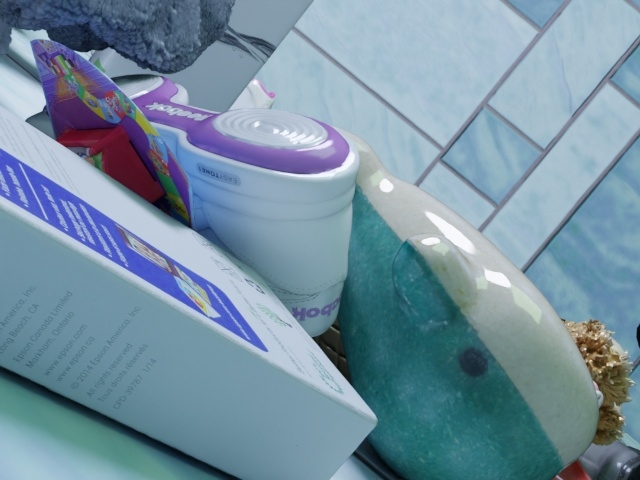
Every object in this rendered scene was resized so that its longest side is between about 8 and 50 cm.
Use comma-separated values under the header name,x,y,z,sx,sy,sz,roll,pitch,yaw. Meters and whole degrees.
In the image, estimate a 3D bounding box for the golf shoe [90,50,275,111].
name,x,y,z,sx,sy,sz,roll,pitch,yaw
golf shoe,-0.175,-0.204,1.412,0.306,0.140,0.115,41,7,29

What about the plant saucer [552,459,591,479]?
name,x,y,z,sx,sy,sz,roll,pitch,yaw
plant saucer,0.137,0.158,1.009,0.259,0.047,0.258,38,6,0

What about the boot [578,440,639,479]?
name,x,y,z,sx,sy,sz,roll,pitch,yaw
boot,0.292,0.247,1.279,0.161,0.083,0.246,28,2,17

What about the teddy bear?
name,x,y,z,sx,sy,sz,roll,pitch,yaw
teddy bear,0.178,0.105,1.166,0.338,0.113,0.245,36,-20,13

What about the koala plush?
name,x,y,z,sx,sy,sz,roll,pitch,yaw
koala plush,-0.196,-0.209,0.806,0.221,0.196,0.203,4,-17,30

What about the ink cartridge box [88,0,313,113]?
name,x,y,z,sx,sy,sz,roll,pitch,yaw
ink cartridge box,-0.117,-0.198,1.030,0.115,0.273,0.198,37,6,-19

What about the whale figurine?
name,x,y,z,sx,sy,sz,roll,pitch,yaw
whale figurine,0.059,0.053,0.731,0.272,0.141,0.216,52,-2,18

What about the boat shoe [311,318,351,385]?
name,x,y,z,sx,sy,sz,roll,pitch,yaw
boat shoe,0.045,0.102,0.837,0.178,0.064,0.060,40,-25,-8

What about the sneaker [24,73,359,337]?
name,x,y,z,sx,sy,sz,roll,pitch,yaw
sneaker,-0.100,-0.025,0.735,0.114,0.152,0.305,-23,31,-36

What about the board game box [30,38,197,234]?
name,x,y,z,sx,sy,sz,roll,pitch,yaw
board game box,-0.128,-0.034,0.636,0.133,0.033,0.168,40,-25,19

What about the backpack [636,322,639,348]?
name,x,y,z,sx,sy,sz,roll,pitch,yaw
backpack,0.498,0.257,1.146,0.273,0.290,0.355,52,33,-55

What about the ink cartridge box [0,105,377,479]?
name,x,y,z,sx,sy,sz,roll,pitch,yaw
ink cartridge box,-0.130,-0.005,0.478,0.333,0.065,0.165,37,6,-36

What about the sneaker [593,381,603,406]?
name,x,y,z,sx,sy,sz,roll,pitch,yaw
sneaker,0.216,0.147,1.013,0.051,0.070,0.134,45,9,35
